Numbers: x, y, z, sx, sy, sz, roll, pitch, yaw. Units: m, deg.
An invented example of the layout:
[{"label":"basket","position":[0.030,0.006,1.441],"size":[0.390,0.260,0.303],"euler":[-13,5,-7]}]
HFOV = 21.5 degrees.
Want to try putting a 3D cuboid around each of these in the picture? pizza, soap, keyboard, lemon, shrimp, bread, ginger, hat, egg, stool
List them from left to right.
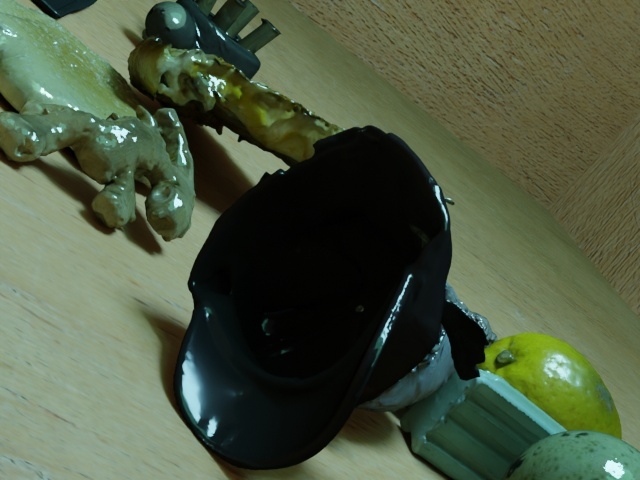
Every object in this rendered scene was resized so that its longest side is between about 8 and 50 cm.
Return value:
[{"label":"keyboard","position":[-0.344,-0.353,2.258],"size":[0.103,0.041,0.381],"euler":[43,18,-6]},{"label":"bread","position":[-0.267,-0.166,1.797],"size":[0.316,0.054,0.316],"euler":[40,12,-10]},{"label":"ginger","position":[-0.202,-0.070,1.609],"size":[0.258,0.065,0.149],"euler":[5,56,-53]},{"label":"stool","position":[-0.154,-0.290,2.400],"size":[0.153,0.139,0.228],"euler":[43,9,4]},{"label":"pizza","position":[-0.095,-0.151,2.046],"size":[0.435,0.080,0.392],"euler":[30,-1,-33]},{"label":"hat","position":[0.012,0.090,1.466],"size":[0.209,0.238,0.336],"euler":[62,32,-44]},{"label":"shrimp","position":[0.060,0.105,1.664],"size":[0.116,0.145,0.343],"euler":[7,16,25]},{"label":"soap","position":[0.194,0.222,1.816],"size":[0.198,0.114,0.063],"euler":[39,12,-26]},{"label":"lemon","position":[0.263,0.206,1.988],"size":[0.207,0.170,0.170],"euler":[53,8,-17]},{"label":"egg","position":[0.261,0.279,1.697],"size":[0.177,0.177,0.228],"euler":[44,-2,2]}]

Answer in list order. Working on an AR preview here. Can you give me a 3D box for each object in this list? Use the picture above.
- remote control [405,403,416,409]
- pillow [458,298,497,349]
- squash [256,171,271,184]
[{"label":"remote control","position":[0.111,0.129,1.988],"size":[0.128,0.065,0.335],"euler":[42,12,3]},{"label":"pillow","position":[0.141,0.075,1.999],"size":[0.135,0.049,0.248],"euler":[42,8,18]},{"label":"squash","position":[0.000,0.000,2.060],"size":[0.219,0.068,0.077],"euler":[45,13,12]}]
